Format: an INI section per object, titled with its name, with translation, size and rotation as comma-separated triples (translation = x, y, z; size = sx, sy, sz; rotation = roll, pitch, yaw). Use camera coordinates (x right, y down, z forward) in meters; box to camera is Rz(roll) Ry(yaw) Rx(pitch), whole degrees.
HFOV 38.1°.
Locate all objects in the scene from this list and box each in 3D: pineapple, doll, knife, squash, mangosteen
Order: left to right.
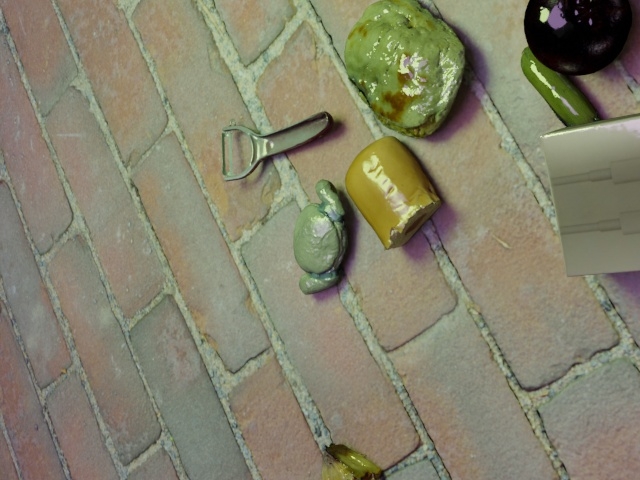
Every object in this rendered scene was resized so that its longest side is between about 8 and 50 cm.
[knife]
translation = -0.075, -0.195, 1.712
size = 0.277, 0.053, 0.123
rotation = -13, 79, 40
[doll]
translation = 0.000, 0.000, 1.643
size = 0.103, 0.071, 0.214
rotation = 22, 109, 39
[pineapple]
translation = 0.037, 0.413, 1.634
size = 0.137, 0.069, 0.116
rotation = -34, 71, 38
[squash]
translation = 0.350, -0.213, 1.348
size = 0.052, 0.052, 0.183
rotation = -45, 67, 33
[mangosteen]
translation = 0.353, -0.304, 1.289
size = 0.152, 0.152, 0.153
rotation = 2, 94, 41

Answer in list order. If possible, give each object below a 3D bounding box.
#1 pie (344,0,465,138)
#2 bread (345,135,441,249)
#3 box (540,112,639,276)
[pie]
translation = 0.129, -0.278, 1.508
size = 0.248, 0.090, 0.201
rotation = 48, 124, 33
[bread]
translation = 0.112, -0.081, 1.533
size = 0.134, 0.085, 0.173
rotation = -51, 62, 30
[box]
translation = 0.437, -0.068, 1.225
size = 0.251, 0.106, 0.203
rotation = -7, 96, 38
